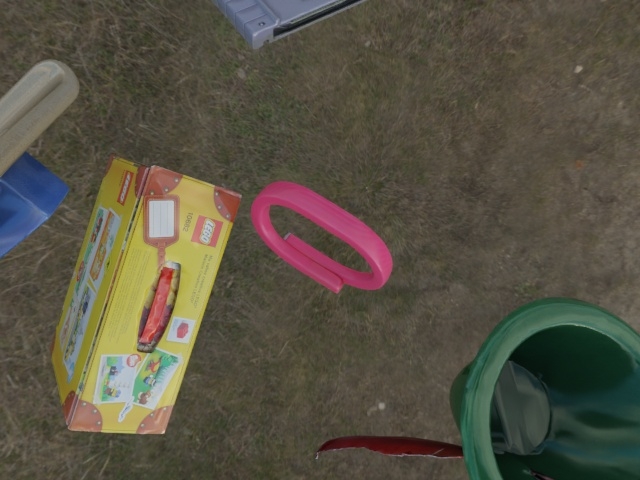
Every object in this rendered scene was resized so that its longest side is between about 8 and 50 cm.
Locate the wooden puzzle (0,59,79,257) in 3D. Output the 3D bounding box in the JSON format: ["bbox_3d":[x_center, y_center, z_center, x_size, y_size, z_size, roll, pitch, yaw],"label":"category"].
[{"bbox_3d":[-0.317,0.044,0.379,0.322,0.348,0.080,-33,126,19],"label":"wooden puzzle"}]

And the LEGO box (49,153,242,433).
[{"bbox_3d":[-0.396,0.087,1.102,0.193,0.372,0.501,17,93,-34],"label":"LEGO box"}]

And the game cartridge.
[{"bbox_3d":[-0.058,-0.573,1.129,0.354,0.068,0.230,-31,73,-18],"label":"game cartridge"}]

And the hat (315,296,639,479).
[{"bbox_3d":[0.139,0.138,0.425,0.208,0.183,0.173,21,74,-12],"label":"hat"}]

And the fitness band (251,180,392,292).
[{"bbox_3d":[0.000,0.000,0.966,0.290,0.209,0.054,31,59,7],"label":"fitness band"}]
